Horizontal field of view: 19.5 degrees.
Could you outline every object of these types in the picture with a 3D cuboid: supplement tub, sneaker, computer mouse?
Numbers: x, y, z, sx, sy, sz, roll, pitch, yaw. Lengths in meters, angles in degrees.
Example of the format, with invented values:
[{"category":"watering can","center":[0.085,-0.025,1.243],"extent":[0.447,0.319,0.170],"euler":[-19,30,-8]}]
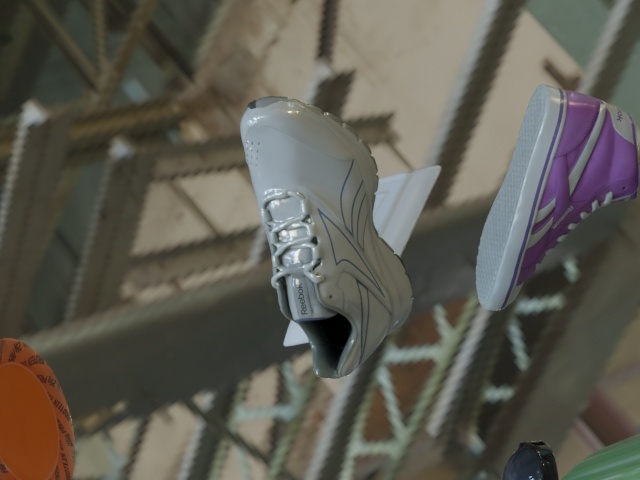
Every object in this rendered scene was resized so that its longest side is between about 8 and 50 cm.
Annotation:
[{"category":"supplement tub","center":[-0.385,0.195,1.618],"extent":[0.316,0.193,0.193],"euler":[-16,-13,21]},{"category":"sneaker","center":[0.293,-0.032,2.224],"extent":[0.161,0.102,0.282],"euler":[15,-72,-16]},{"category":"computer mouse","center":[0.167,0.227,1.673],"extent":[0.041,0.071,0.242],"euler":[-3,-17,-8]},{"category":"sneaker","center":[0.000,0.000,1.734],"extent":[0.297,0.111,0.129],"euler":[64,-143,-29]}]

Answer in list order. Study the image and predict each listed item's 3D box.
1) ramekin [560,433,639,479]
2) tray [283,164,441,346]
[{"category":"ramekin","center":[0.260,0.245,1.141],"extent":[0.303,0.303,0.148],"euler":[-16,-5,-46]},{"category":"tray","center":[0.046,0.011,2.299],"extent":[0.145,0.030,0.270],"euler":[-13,40,44]}]
